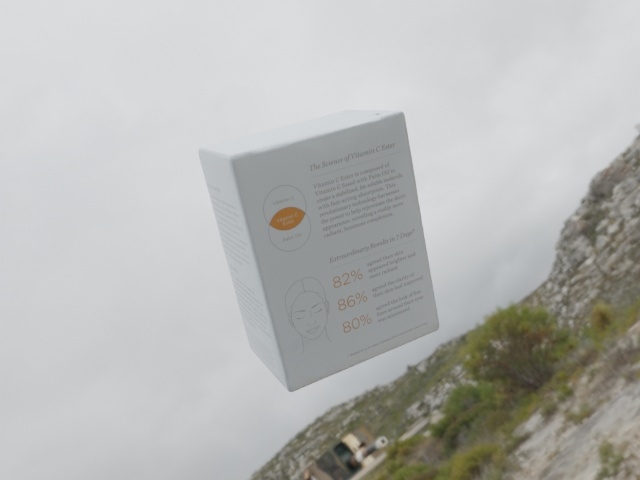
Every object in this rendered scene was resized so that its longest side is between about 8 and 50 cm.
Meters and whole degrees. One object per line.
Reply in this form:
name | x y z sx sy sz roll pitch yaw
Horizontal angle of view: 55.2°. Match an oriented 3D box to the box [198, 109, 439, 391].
box | 0.000 0.000 0.456 0.130 0.091 0.170 -18 -72 -20
